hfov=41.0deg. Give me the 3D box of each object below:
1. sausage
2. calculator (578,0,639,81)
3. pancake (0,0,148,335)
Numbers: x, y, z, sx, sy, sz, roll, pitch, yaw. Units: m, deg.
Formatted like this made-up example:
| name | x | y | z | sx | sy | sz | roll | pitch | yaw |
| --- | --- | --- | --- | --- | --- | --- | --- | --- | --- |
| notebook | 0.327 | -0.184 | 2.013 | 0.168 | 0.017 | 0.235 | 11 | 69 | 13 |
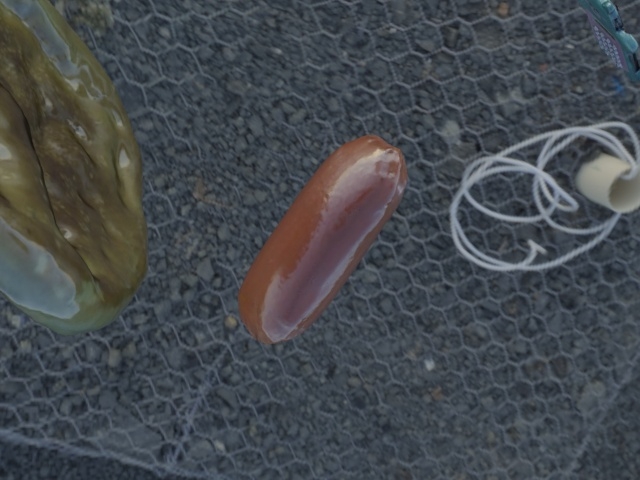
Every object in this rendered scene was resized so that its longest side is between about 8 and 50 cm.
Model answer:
| name | x | y | z | sx | sy | sz | roll | pitch | yaw |
| --- | --- | --- | --- | --- | --- | --- | --- | --- | --- |
| sausage | 0.000 | 0.000 | 0.695 | 0.077 | 0.077 | 0.194 | 32 | 99 | -25 |
| calculator | 0.293 | -0.214 | 0.869 | 0.019 | 0.094 | 0.141 | -37 | 148 | 12 |
| pancake | -0.190 | -0.086 | 0.529 | 0.049 | 0.294 | 0.294 | -28 | 116 | 11 |
